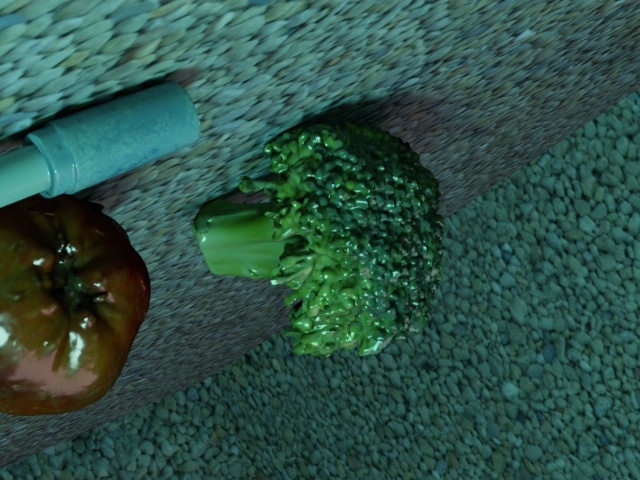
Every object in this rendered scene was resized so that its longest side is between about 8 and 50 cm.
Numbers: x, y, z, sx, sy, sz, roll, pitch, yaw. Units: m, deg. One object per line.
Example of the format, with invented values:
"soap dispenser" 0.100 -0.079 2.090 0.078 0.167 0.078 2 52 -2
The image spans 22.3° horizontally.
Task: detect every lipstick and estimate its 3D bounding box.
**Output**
"lipstick" -0.229 -0.061 1.325 0.274 0.061 0.068 -24 174 -28

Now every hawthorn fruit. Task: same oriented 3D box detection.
"hawthorn fruit" -0.274 0.063 1.504 0.211 0.211 0.299 -25 180 -20

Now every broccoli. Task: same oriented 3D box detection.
"broccoli" 0.024 0.005 1.942 0.338 0.277 0.317 -8 -179 -44

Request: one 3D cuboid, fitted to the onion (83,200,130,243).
"onion" -0.242 0.006 1.643 0.107 0.097 0.107 12 156 6
